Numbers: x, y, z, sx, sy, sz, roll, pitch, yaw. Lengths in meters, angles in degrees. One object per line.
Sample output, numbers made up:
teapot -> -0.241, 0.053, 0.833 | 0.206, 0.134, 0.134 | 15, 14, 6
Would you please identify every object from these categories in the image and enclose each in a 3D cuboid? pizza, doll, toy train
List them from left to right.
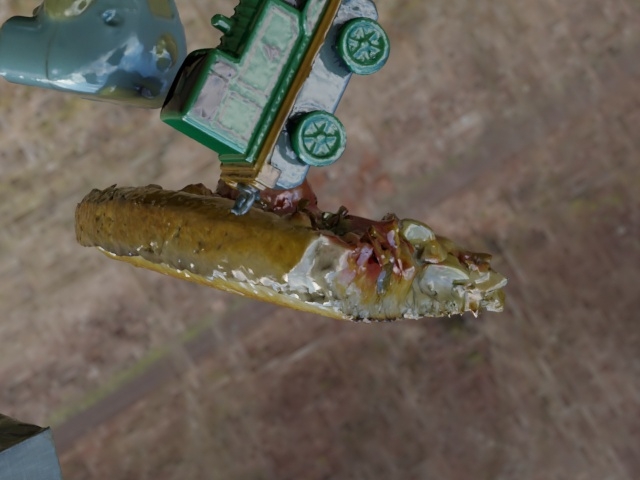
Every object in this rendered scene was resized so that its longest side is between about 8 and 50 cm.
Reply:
doll -> -0.188, -0.260, 1.716 | 0.162, 0.260, 0.177 | 11, -179, 34
toy train -> -0.036, -0.132, 1.420 | 0.227, 0.136, 0.091 | -67, -159, -6
pizza -> 0.000, 0.000, 1.728 | 0.406, 0.130, 0.440 | 8, -177, -36

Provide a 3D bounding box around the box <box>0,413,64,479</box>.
box -> -0.268, 0.255, 1.331 | 0.155, 0.231, 0.149 | -26, -158, -37
